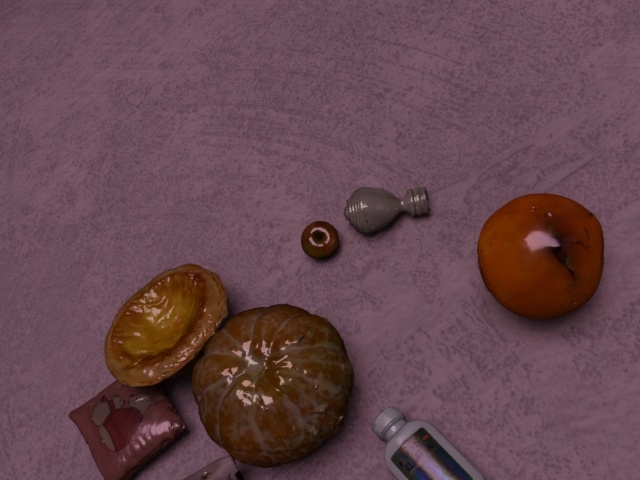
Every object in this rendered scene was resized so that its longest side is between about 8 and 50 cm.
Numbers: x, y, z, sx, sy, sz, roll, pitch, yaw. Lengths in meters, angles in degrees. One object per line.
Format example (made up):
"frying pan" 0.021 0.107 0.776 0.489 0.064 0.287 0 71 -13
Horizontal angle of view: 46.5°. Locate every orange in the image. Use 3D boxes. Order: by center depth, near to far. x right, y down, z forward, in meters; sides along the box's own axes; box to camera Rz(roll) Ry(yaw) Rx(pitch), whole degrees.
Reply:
"orange" 0.429 0.031 1.438 0.246 0.246 0.246 -8 61 15
"orange" -0.098 0.280 1.486 0.329 0.249 0.329 -5 62 9

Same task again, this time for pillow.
"pillow" -0.422 0.398 1.628 0.223 0.084 0.236 -36 53 -4

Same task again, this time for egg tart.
"egg tart" -0.326 0.201 1.653 0.318 0.128 0.319 -19 43 19

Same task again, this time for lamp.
"lamp" 0.148 -0.074 1.681 0.192 0.106 0.106 -8 61 4

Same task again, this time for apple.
"apple" 0.000 0.000 1.701 0.089 0.074 0.090 -7 63 13

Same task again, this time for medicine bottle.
"medicine bottle" 0.194 0.415 1.410 0.121 0.083 0.229 -44 58 -4

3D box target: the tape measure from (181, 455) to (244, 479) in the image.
"tape measure" -0.247 0.547 1.396 0.258 0.130 0.265 -26 21 -8
